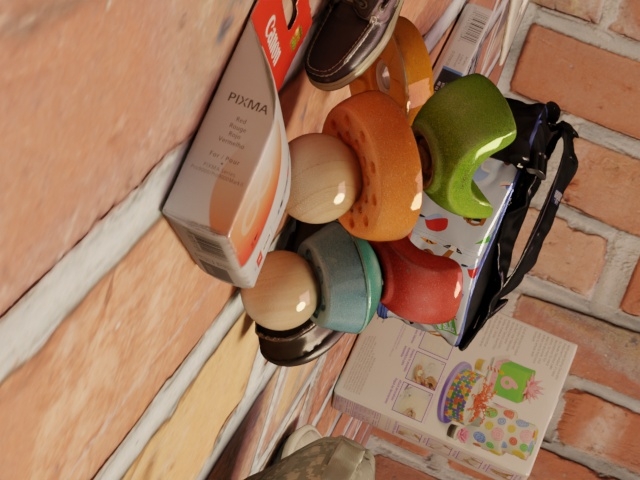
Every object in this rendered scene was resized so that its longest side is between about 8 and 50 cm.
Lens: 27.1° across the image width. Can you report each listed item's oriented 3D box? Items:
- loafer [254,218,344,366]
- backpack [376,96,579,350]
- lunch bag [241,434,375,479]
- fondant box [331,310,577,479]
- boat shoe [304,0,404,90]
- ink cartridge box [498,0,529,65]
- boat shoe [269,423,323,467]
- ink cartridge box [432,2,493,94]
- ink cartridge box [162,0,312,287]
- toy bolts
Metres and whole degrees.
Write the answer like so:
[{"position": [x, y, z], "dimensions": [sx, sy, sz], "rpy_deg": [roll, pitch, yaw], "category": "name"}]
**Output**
[{"position": [0.000, 0.000, 1.099], "dimensions": [0.078, 0.080, 0.220], "rpy_deg": [49, 59, -44], "category": "loafer"}, {"position": [0.139, -0.027, 1.423], "dimensions": [0.276, 0.213, 0.264], "rpy_deg": [-30, 133, -68], "category": "backpack"}, {"position": [-0.053, 0.338, 1.254], "dimensions": [0.287, 0.168, 0.235], "rpy_deg": [-67, 173, 26], "category": "lunch bag"}, {"position": [0.213, 0.218, 2.122], "dimensions": [0.096, 0.330, 0.238], "rpy_deg": [95, 19, -64], "category": "fondant box"}, {"position": [0.031, -0.172, 0.892], "dimensions": [0.152, 0.056, 0.049], "rpy_deg": [-59, 145, -9], "category": "boat shoe"}, {"position": [0.153, -0.333, 1.000], "dimensions": [0.207, 0.119, 0.354], "rpy_deg": [67, 44, -80], "category": "ink cartridge box"}, {"position": [-0.054, 0.331, 1.610], "dimensions": [0.099, 0.116, 0.319], "rpy_deg": [-25, -163, 20], "category": "boat shoe"}, {"position": [0.161, -0.174, 1.763], "dimensions": [0.208, 0.045, 0.206], "rpy_deg": [103, 11, -54], "category": "ink cartridge box"}, {"position": [-0.028, -0.070, 0.776], "dimensions": [0.145, 0.045, 0.179], "rpy_deg": [79, 37, -77], "category": "ink cartridge box"}, {"position": [0.012, -0.039, 0.970], "dimensions": [0.218, 0.158, 0.229], "rpy_deg": [-122, -151, -42], "category": "toy bolts"}]
